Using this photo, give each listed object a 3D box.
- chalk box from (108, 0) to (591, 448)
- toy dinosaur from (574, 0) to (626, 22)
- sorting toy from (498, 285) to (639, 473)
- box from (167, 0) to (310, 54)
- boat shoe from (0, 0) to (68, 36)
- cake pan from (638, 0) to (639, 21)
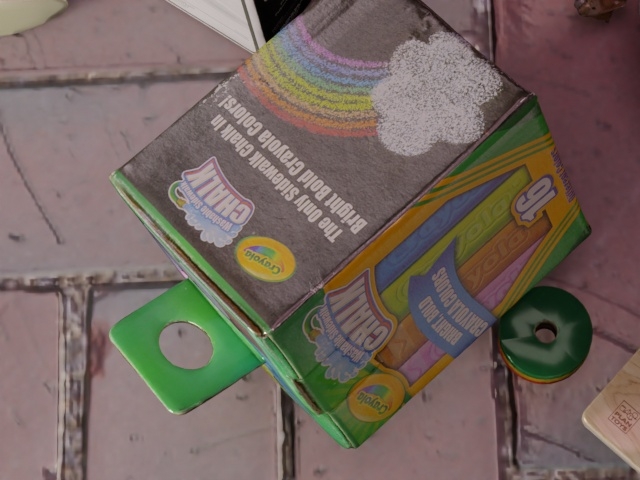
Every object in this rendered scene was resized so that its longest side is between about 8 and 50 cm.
[{"bbox_3d":[0.000,0.000,0.887,0.213,0.132,0.132,-41,55,-5],"label":"chalk box"},{"bbox_3d":[0.154,-0.220,0.995,0.112,0.064,0.212,18,87,-10],"label":"toy dinosaur"},{"bbox_3d":[0.225,0.090,0.910,0.274,0.046,0.132,41,82,13],"label":"sorting toy"},{"bbox_3d":[-0.082,-0.206,0.880,0.169,0.290,0.087,33,80,10],"label":"box"},{"bbox_3d":[-0.203,-0.131,0.996,0.137,0.049,0.043,-7,73,7],"label":"boat shoe"},{"bbox_3d":[0.307,-0.115,0.951,0.293,0.054,0.293,-1,75,3],"label":"cake pan"}]
